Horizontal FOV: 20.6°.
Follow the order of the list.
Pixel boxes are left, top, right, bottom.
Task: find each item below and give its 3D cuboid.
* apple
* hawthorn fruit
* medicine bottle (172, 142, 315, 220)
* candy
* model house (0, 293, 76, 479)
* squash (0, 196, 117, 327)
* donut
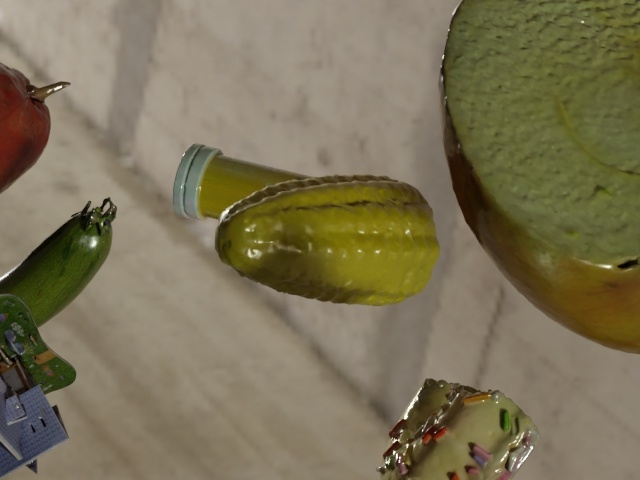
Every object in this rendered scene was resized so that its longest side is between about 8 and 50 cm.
[{"bbox_3d":[0.201,-0.079,1.270,0.179,0.254,0.346,-11,-137,31],"label":"apple"},{"bbox_3d":[-0.405,-0.135,2.003,0.189,0.251,0.189,50,-19,24],"label":"hawthorn fruit"},{"bbox_3d":[-0.027,-0.033,1.656,0.218,0.074,0.074,14,-68,17],"label":"medicine bottle"},{"bbox_3d":[0.000,0.000,1.331,0.094,0.199,0.106,42,-64,35],"label":"candy"},{"bbox_3d":[-0.254,0.133,1.412,0.088,0.117,0.167,58,-6,33],"label":"model house"},{"bbox_3d":[-0.318,0.055,1.900,0.318,0.071,0.080,-33,-90,24],"label":"squash"},{"bbox_3d":[0.081,0.139,1.146,0.108,0.065,0.166,-54,-174,-1],"label":"donut"}]
